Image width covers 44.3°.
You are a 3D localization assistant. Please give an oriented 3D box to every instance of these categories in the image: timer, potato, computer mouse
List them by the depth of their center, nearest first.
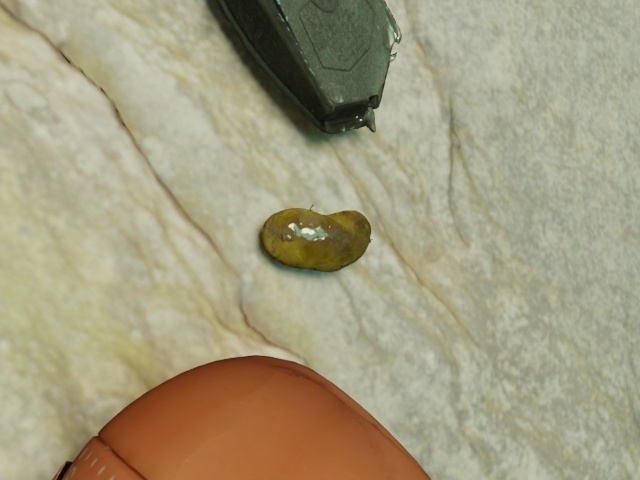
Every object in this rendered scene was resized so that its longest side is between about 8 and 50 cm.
[{"bbox_3d":[-0.044,0.186,0.433,0.215,0.230,0.229,-45,108,-17],"label":"timer"},{"bbox_3d":[-0.021,-0.178,0.577,0.231,0.071,0.126,56,48,-26],"label":"computer mouse"},{"bbox_3d":[0.000,0.000,0.584,0.092,0.045,0.046,1,48,-33],"label":"potato"}]
